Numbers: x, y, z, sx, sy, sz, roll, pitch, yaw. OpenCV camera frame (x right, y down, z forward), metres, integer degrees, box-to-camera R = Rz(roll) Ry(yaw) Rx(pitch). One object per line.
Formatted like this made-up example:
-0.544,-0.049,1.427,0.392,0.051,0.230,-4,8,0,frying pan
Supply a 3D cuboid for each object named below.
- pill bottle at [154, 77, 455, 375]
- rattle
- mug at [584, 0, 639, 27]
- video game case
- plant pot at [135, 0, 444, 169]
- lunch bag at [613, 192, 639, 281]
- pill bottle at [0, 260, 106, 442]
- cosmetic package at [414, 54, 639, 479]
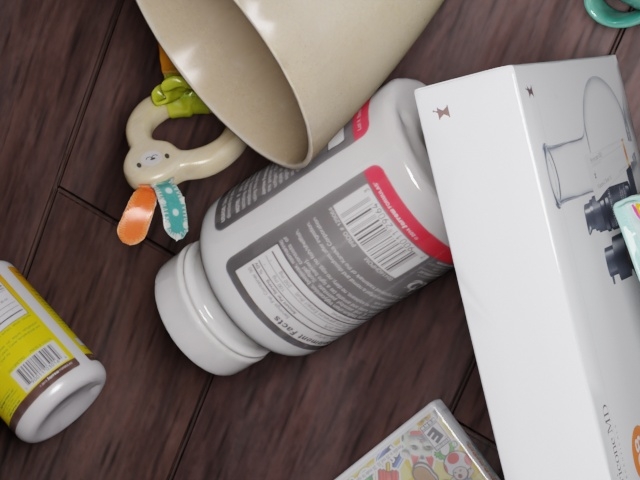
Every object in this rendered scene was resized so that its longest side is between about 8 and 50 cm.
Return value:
0.000,0.000,1.655,0.318,0.176,0.176,-33,82,27,pill bottle
-0.142,-0.111,1.690,0.130,0.199,0.143,28,141,9,rattle
0.289,-0.254,1.506,0.097,0.158,0.129,34,80,17,mug
0.096,0.301,1.734,0.227,0.026,0.206,-42,78,26,video game case
0.008,-0.245,1.561,0.274,0.256,0.256,-39,75,-17,plant pot
0.379,0.050,1.437,0.160,0.223,0.262,-25,86,36,lunch bag
-0.335,0.104,1.879,0.215,0.117,0.117,46,115,15,pill bottle
0.211,0.038,1.490,0.097,0.284,0.377,-13,92,29,cosmetic package
